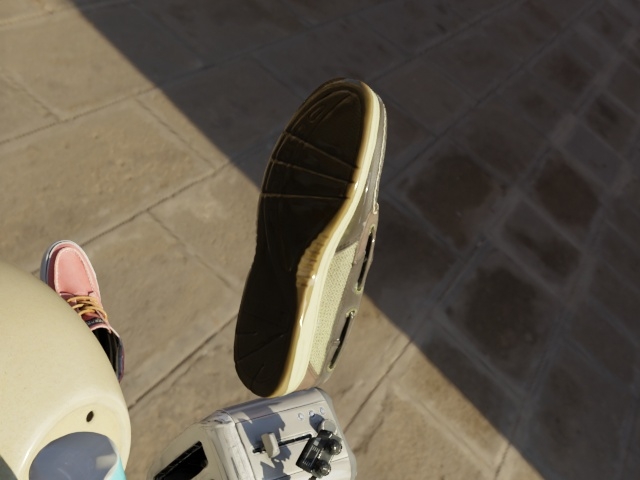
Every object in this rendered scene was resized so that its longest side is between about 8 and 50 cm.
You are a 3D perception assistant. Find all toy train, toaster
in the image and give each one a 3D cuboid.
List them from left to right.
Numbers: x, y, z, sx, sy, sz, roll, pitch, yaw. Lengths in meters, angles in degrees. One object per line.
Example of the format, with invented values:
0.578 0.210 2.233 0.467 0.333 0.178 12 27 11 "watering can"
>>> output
-0.082 0.247 0.894 0.146 0.227 0.129 -2 61 -42 "toaster"
-0.029 0.247 0.786 0.036 0.027 0.158 27 77 13 "toy train"

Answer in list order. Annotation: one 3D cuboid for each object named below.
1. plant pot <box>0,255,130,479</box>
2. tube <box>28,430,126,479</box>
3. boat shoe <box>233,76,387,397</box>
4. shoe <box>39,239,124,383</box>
-0.275 0.162 0.710 0.191 0.284 0.284 16 25 26 "plant pot"
-0.137 0.213 0.551 0.052 0.207 0.080 -28 41 -30 "tube"
0.000 0.000 0.403 0.056 0.152 0.049 25 10 38 "boat shoe"
-0.264 0.084 0.952 0.063 0.081 0.178 -11 90 -36 "shoe"
